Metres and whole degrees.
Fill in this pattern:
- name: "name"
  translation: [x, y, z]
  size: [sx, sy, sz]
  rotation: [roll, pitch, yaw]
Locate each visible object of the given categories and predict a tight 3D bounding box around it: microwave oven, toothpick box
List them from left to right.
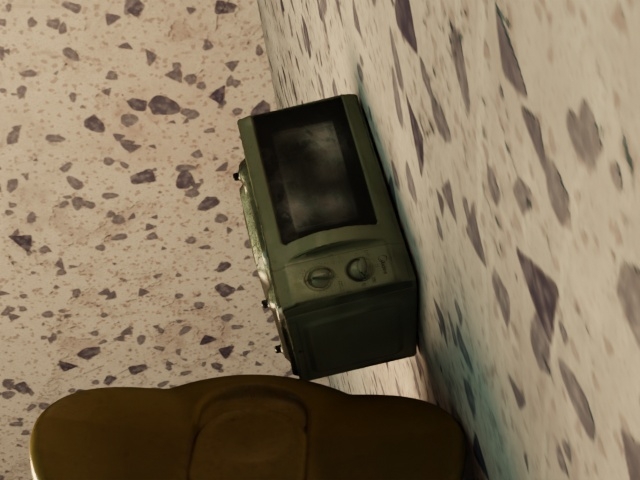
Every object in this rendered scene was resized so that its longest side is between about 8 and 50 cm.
- name: "toothpick box"
  translation: [-0.058, 0.323, 0.899]
  size: [0.409, 0.408, 0.425]
  rotation: [-110, 19, -61]
- name: "microwave oven"
  translation: [0.000, 0.000, 0.958]
  size: [0.163, 0.129, 0.205]
  rotation: [84, 173, -57]
